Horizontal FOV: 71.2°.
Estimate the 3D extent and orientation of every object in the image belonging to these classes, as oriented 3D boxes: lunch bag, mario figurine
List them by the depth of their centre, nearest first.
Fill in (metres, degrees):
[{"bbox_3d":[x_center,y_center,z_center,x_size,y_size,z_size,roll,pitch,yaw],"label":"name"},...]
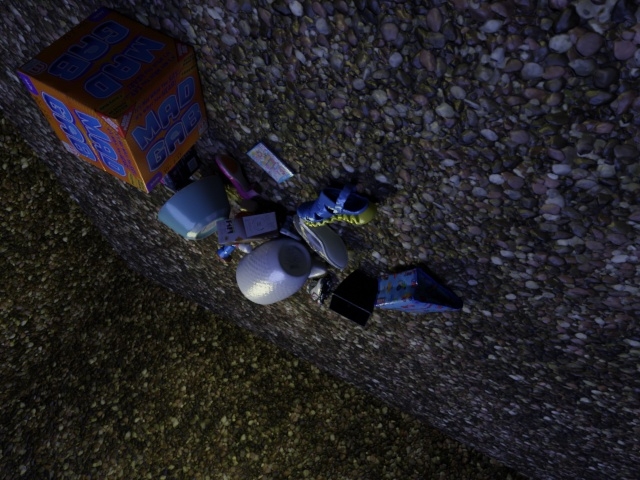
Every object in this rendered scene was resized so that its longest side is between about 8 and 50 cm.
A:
[{"bbox_3d":[0.402,0.237,1.781,0.294,0.138,0.221,26,154,-27],"label":"lunch bag"},{"bbox_3d":[-0.352,-0.008,2.083,0.321,0.170,0.197,-40,67,39],"label":"mario figurine"}]

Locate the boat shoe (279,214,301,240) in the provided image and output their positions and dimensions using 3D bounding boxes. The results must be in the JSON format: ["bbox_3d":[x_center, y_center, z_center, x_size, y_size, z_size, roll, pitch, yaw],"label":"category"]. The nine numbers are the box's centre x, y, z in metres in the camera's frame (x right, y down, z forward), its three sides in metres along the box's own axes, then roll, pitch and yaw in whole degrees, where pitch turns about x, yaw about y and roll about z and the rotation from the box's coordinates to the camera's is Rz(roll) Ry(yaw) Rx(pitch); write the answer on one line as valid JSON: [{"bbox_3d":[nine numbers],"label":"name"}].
[{"bbox_3d":[-0.111,-0.053,1.908,0.065,0.083,0.183,23,178,17],"label":"boat shoe"}]

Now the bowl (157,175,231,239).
[{"bbox_3d":[-0.502,-0.117,1.888,0.163,0.312,0.311,52,153,4],"label":"bowl"}]

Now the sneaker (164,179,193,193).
[{"bbox_3d":[-0.670,-0.275,2.083,0.222,0.083,0.118,20,150,24],"label":"sneaker"}]

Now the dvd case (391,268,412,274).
[{"bbox_3d":[0.357,0.153,1.812,0.087,0.013,0.120,42,150,-18],"label":"dvd case"}]

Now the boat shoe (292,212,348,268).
[{"bbox_3d":[0.003,-0.003,1.822,0.091,0.109,0.305,-8,127,52],"label":"boat shoe"}]

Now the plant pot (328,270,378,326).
[{"bbox_3d":[0.163,0.249,2.001,0.188,0.166,0.188,26,153,10],"label":"plant pot"}]

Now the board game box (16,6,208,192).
[{"bbox_3d":[-0.638,-0.451,1.464,0.357,0.356,0.356,27,153,9],"label":"board game box"}]

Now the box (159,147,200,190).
[{"bbox_3d":[-0.621,-0.357,1.813,0.142,0.163,0.247,26,152,19],"label":"box"}]

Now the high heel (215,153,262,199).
[{"bbox_3d":[-0.352,-0.252,1.801,0.117,0.082,0.244,-11,144,40],"label":"high heel"}]

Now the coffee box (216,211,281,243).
[{"bbox_3d":[-0.297,-0.047,1.884,0.247,0.098,0.141,-10,176,0],"label":"coffee box"}]

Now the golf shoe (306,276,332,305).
[{"bbox_3d":[-0.017,0.245,2.254,0.120,0.105,0.272,34,153,12],"label":"golf shoe"}]

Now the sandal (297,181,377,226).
[{"bbox_3d":[0.041,-0.132,1.567,0.318,0.126,0.138,-5,132,38],"label":"sandal"}]

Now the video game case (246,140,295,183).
[{"bbox_3d":[-0.183,-0.285,1.643,0.166,0.015,0.119,42,151,-19],"label":"video game case"}]

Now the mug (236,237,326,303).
[{"bbox_3d":[-0.151,0.129,2.038,0.375,0.275,0.328,5,160,-31],"label":"mug"}]

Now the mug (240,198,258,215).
[{"bbox_3d":[-0.306,-0.150,1.953,0.064,0.062,0.078,16,169,12],"label":"mug"}]
